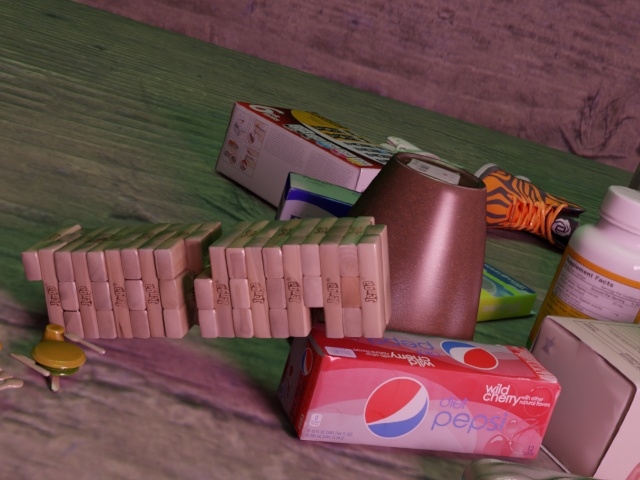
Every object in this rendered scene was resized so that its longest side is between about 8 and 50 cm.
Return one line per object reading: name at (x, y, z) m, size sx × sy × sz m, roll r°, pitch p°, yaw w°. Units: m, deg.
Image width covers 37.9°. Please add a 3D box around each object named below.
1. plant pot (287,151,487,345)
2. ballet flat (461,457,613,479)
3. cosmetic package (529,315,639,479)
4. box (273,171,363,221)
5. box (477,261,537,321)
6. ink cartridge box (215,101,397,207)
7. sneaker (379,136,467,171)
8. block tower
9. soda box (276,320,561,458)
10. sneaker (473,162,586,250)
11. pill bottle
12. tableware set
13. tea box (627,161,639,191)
plant pot at (0.094, 0.027, 1.041) m, size 0.216 × 0.230 × 0.215 m, roll 16°, pitch 18°, yaw -5°
ballet flat at (0.226, 0.231, 0.824) m, size 0.213 × 0.072 × 0.068 m, roll 14°, pitch 14°, yaw -12°
cosmetic package at (0.377, 0.179, 1.026) m, size 0.296 × 0.129 × 0.153 m, roll 9°, pitch 21°, yaw -29°
box at (0.000, 0.000, 1.178) m, size 0.126 × 0.137 × 0.072 m, roll 16°, pitch 19°, yaw -6°
box at (0.228, 0.072, 1.341) m, size 0.178 × 0.042 × 0.109 m, roll -1°, pitch 26°, yaw -43°
ink cartridge box at (0.031, -0.113, 1.559) m, size 0.272 × 0.130 × 0.309 m, roll -1°, pitch 25°, yaw -48°
sneaker at (0.160, -0.139, 1.821) m, size 0.169 × 0.108 × 0.292 m, roll 25°, pitch 9°, yaw 26°
block tower at (-0.103, 0.036, 0.877) m, size 0.336 × 0.097 × 0.091 m, roll 0°, pitch 17°, yaw 14°
soda box at (0.098, 0.147, 0.909) m, size 0.263 × 0.092 × 0.083 m, roll 9°, pitch 17°, yaw -22°
sneaker at (0.394, -0.058, 1.753) m, size 0.180 × 0.124 × 0.321 m, roll 28°, pitch 20°, yaw 32°
pill bottle at (0.361, 0.062, 1.165) m, size 0.136 × 0.245 × 0.136 m, roll 17°, pitch 18°, yaw -5°
tableware set at (-0.272, 0.104, 0.805) m, size 0.104 × 0.024 × 0.154 m, roll 22°, pitch 19°, yaw 24°
tea box at (0.698, 0.026, 1.638) m, size 0.324 × 0.219 × 0.329 m, roll 20°, pitch 18°, yaw 6°
